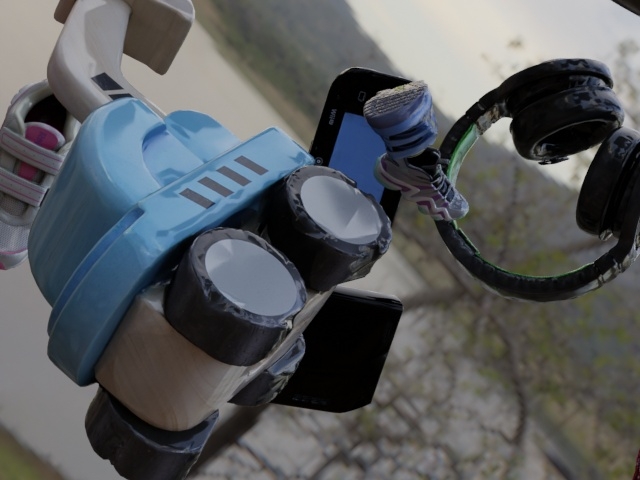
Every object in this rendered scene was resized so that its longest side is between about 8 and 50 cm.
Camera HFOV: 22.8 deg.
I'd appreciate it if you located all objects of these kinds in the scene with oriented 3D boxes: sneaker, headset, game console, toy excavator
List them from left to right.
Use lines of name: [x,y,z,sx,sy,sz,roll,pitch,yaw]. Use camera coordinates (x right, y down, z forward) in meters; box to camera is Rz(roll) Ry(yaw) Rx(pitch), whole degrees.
sneaker: [-0.344,-0.090,1.839,0.103,0.252,0.111,19,-22,-16]
toy excavator: [-0.155,-0.069,1.439,0.445,0.222,0.433,42,37,9]
game console: [0.000,0.000,1.591,0.213,0.361,0.044,11,16,-24]
sneaker: [0.070,-0.094,1.277,0.144,0.053,0.059,-45,122,-76]
sneaker: [0.102,-0.055,1.411,0.098,0.038,0.069,26,-31,-17]
headset: [0.308,-0.093,1.747,0.243,0.394,0.185,53,3,22]

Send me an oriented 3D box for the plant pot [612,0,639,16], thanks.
plant pot: [0.310,-0.266,1.336,0.230,0.215,0.215,-1,35,-36]

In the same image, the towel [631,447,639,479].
towel: [0.372,0.363,1.861,0.031,0.275,0.199,11,-22,26]
